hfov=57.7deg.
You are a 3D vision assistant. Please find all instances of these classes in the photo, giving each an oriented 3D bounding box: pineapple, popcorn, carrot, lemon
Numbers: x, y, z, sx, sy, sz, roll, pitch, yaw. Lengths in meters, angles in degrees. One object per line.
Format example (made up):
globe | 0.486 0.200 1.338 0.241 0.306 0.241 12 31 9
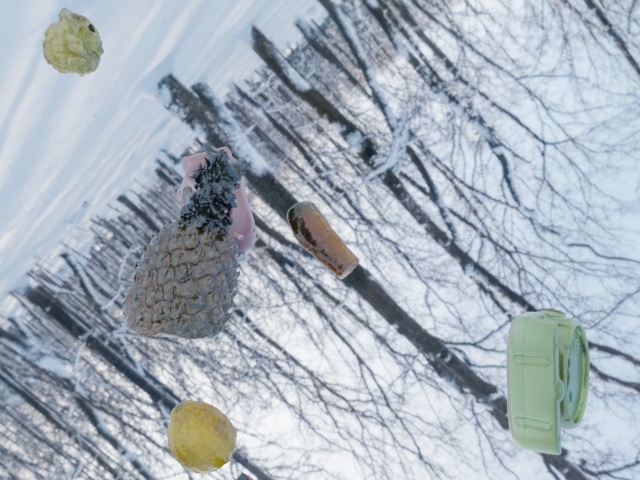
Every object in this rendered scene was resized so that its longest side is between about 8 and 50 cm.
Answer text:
pineapple | -0.226 0.007 1.057 0.202 0.201 0.362 -154 -100 -76
popcorn | -0.650 -0.517 1.523 0.170 0.180 0.180 -21 -162 9
carrot | 0.000 0.000 1.289 0.087 0.193 0.087 -35 169 -8
lemon | -0.265 0.431 1.281 0.142 0.187 0.142 -29 -161 11

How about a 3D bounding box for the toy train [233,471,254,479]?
toy train | -0.117 0.653 1.306 0.086 0.089 0.409 -56 -158 -11

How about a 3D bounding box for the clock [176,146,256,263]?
clock | -0.218 -0.060 1.320 0.142 0.241 0.227 -19 167 -22

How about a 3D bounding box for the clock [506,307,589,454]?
clock | 0.529 0.298 1.323 0.117 0.287 0.348 -1 -177 36
